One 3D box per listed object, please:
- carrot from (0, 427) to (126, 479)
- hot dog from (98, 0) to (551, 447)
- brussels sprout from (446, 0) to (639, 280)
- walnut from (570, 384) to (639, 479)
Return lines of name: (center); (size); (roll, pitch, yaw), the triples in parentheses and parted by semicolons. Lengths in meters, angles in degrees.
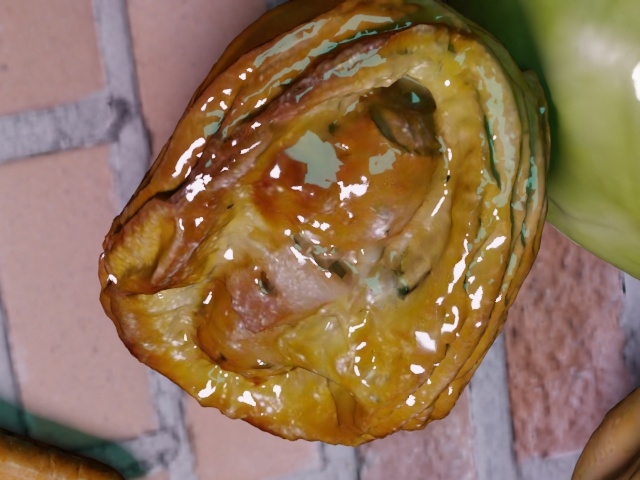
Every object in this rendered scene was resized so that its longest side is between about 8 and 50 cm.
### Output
carrot: (-0.175, 0.099, 0.898); (0.190, 0.037, 0.037); (26, 95, -23)
hot dog: (-0.002, 0.003, 0.804); (0.175, 0.259, 0.114); (26, 51, -2)
brussels sprout: (0.213, -0.105, 0.847); (0.316, 0.242, 0.274); (-19, 105, -16)
walnut: (0.258, 0.181, 0.882); (0.332, 0.333, 0.333); (-4, 104, -15)
